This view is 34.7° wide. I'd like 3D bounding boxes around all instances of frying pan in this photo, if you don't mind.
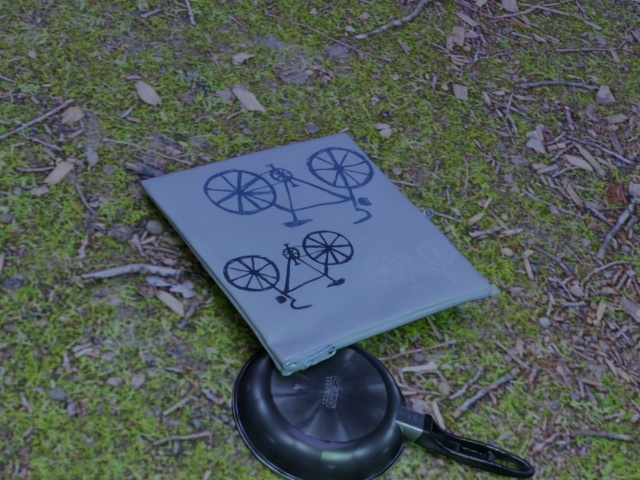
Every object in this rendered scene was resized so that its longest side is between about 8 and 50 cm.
[{"bbox_3d":[0.057,0.207,1.089,0.326,0.053,0.197,31,47,14],"label":"frying pan"}]

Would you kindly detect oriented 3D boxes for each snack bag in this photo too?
[{"bbox_3d":[0.000,0.000,1.240,0.323,0.037,0.342,-17,50,-33],"label":"snack bag"}]
